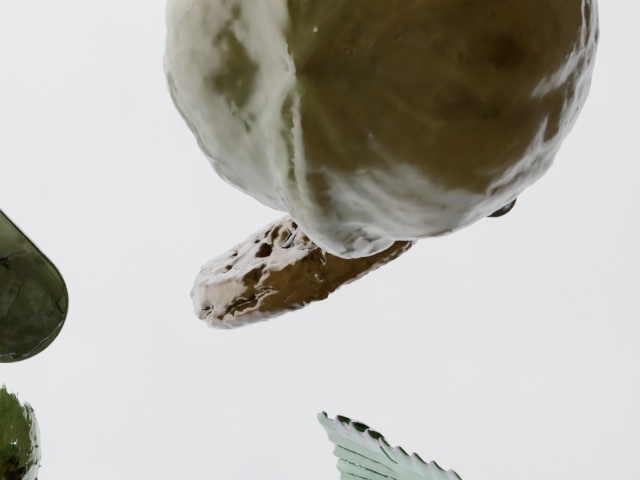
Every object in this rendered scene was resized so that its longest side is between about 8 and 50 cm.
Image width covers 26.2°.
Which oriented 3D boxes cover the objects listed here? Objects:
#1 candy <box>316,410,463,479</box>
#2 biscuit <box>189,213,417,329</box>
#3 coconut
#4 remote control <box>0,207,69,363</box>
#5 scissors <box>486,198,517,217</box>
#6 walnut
[{"bbox_3d":[0.149,0.336,1.281,0.172,0.263,0.398,-46,-64,-30],"label":"candy"},{"bbox_3d":[-0.001,-0.001,1.392,0.296,0.296,0.075,-35,-78,-37],"label":"biscuit"},{"bbox_3d":[-0.296,0.200,1.252,0.133,0.055,0.158,-36,-49,-43],"label":"coconut"},{"bbox_3d":[-0.308,-0.002,1.129,0.104,0.052,0.247,-42,-75,-5],"label":"remote control"},{"bbox_3d":[0.067,-0.073,1.218,0.017,0.220,0.088,-57,-29,-56],"label":"scissors"},{"bbox_3d":[0.043,-0.120,0.773,0.283,0.227,0.283,8,-90,-69],"label":"walnut"}]
